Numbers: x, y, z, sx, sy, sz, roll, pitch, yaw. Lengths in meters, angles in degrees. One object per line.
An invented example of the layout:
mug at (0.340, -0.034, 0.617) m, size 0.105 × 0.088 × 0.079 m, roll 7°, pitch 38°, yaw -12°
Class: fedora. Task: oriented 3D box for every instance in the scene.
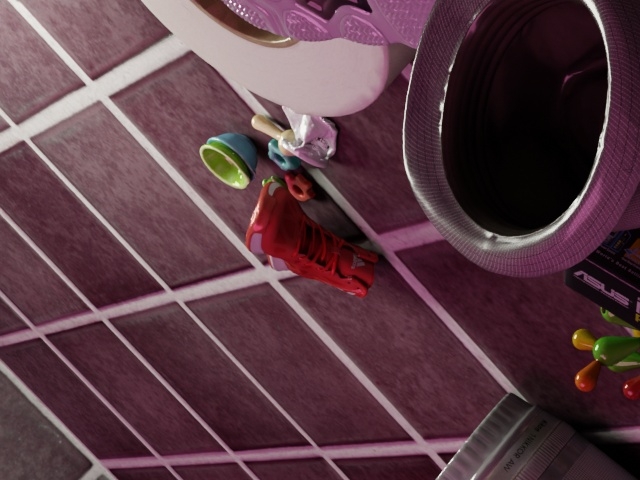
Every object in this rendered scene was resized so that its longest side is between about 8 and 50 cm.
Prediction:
fedora at (0.186, -0.091, 1.448) m, size 0.124 × 0.243 × 0.275 m, roll 7°, pitch -176°, yaw -30°

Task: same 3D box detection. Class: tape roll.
tape roll at (-0.072, -0.279, 1.847) m, size 0.392 × 0.072 × 0.392 m, roll 34°, pitch 155°, yaw 19°

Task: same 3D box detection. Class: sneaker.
sneaker at (0.035, -0.242, 1.626) m, size 0.269 × 0.153 × 0.101 m, roll 13°, pitch 145°, yaw 29°
sneaker at (0.000, 0.000, 2.185) m, size 0.128 × 0.087 × 0.221 m, roll 17°, pitch 175°, yaw 13°

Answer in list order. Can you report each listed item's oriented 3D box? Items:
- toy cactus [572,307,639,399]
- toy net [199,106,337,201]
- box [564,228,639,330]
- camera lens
toy cactus at (0.339, 0.111, 1.863) m, size 0.180 × 0.112 × 0.219 m, roll 32°, pitch 148°, yaw -2°
toy net at (-0.041, -0.084, 2.167) m, size 0.122 × 0.045 × 0.232 m, roll 49°, pitch 156°, yaw -14°
box at (0.352, 0.010, 1.499) m, size 0.270 × 0.216 × 0.060 m, roll 33°, pitch 157°, yaw 22°
camera lens at (0.257, 0.328, 2.193) m, size 0.274 × 0.219 × 0.219 m, roll 38°, pitch 156°, yaw 10°
